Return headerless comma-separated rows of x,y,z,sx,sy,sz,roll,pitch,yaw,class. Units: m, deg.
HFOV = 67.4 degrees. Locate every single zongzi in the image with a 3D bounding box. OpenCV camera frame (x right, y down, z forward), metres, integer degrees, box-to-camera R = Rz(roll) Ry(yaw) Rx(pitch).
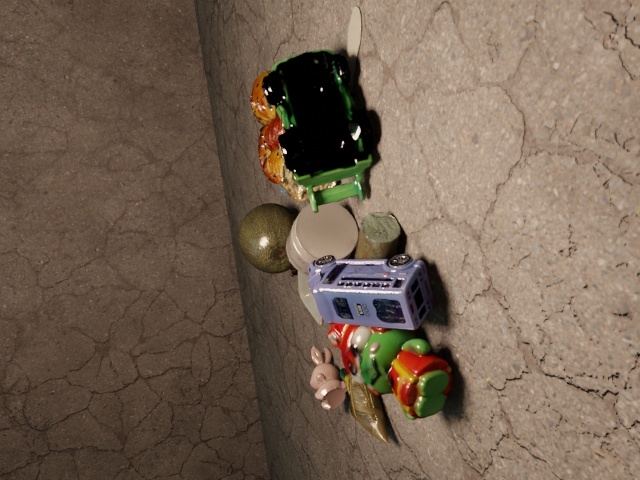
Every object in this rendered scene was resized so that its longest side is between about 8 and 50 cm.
0.138,0.440,1.326,0.178,0.081,0.189,-151,51,-66,zongzi

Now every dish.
-0.018,0.163,1.633,0.234,0.064,0.154,-135,39,-56,dish

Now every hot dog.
-0.098,-0.333,1.420,0.365,0.195,0.368,-136,42,-63,hot dog

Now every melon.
-0.175,-0.011,1.715,0.302,0.237,0.238,-127,32,-63,melon

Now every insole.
0.076,-0.448,1.139,0.065,0.004,0.197,-122,28,-44,insole

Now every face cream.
0.000,0.000,1.330,0.153,0.177,0.178,126,130,-64,face cream

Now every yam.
0.121,0.064,1.145,0.106,0.106,0.259,-121,28,-43,yam

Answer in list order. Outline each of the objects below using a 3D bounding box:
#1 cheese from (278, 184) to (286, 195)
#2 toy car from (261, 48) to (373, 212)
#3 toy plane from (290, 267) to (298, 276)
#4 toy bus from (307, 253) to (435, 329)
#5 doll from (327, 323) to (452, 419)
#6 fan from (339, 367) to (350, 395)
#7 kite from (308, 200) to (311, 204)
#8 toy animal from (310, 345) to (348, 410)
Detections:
-0.140,-0.288,1.748,0.135,0.052,0.245,-118,24,-44,cheese
-0.001,-0.269,1.157,0.176,0.213,0.359,76,178,-78,toy car
-0.105,0.108,1.884,0.145,0.037,0.060,-176,80,-68,toy plane
0.087,0.114,1.042,0.291,0.133,0.126,-2,118,36,toy bus
0.138,0.253,1.087,0.362,0.160,0.183,23,121,48,doll
0.101,0.444,1.497,0.155,0.039,0.082,-147,48,-65,fan
-0.011,-0.032,1.592,0.250,0.012,0.230,123,133,-64,kite
0.016,0.466,1.641,0.213,0.124,0.125,-119,26,-55,toy animal
